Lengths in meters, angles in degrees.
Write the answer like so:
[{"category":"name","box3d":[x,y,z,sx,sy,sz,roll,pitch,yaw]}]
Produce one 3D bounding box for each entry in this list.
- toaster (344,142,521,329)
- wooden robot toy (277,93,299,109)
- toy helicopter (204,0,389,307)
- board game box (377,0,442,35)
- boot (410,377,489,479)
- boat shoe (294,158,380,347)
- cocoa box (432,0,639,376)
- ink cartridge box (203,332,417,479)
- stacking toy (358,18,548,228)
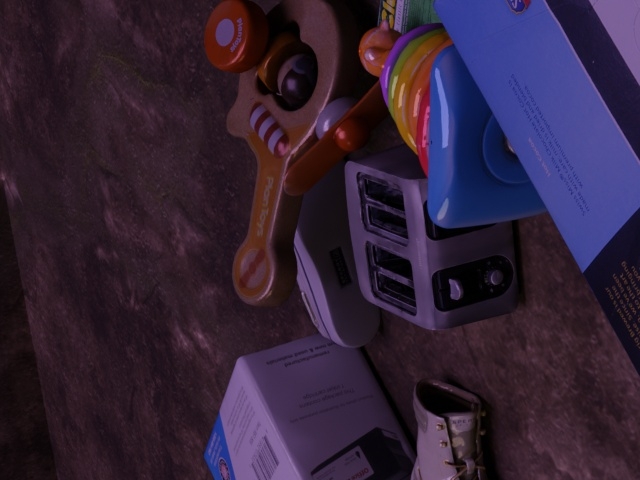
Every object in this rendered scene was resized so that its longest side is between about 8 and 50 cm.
[{"category":"toaster","box3d":[0.112,-0.014,1.554,0.186,0.110,0.168,25,126,58]},{"category":"wooden robot toy","box3d":[-0.021,-0.144,1.832,0.079,0.076,0.173,-4,103,29]},{"category":"toy helicopter","box3d":[-0.025,-0.097,1.669,0.235,0.140,0.355,14,96,45]},{"category":"board game box","box3d":[0.111,-0.295,1.485,0.136,0.030,0.259,46,144,41]},{"category":"boot","box3d":[0.164,0.262,1.657,0.213,0.077,0.165,41,138,54]},{"category":"boat shoe","box3d":[0.000,0.000,1.822,0.088,0.096,0.267,4,117,59]},{"category":"cocoa box","box3d":[0.275,-0.113,1.015,0.347,0.231,0.228,64,154,19]},{"category":"ink cartridge box","box3d":[0.019,0.355,1.899,0.395,0.166,0.285,62,153,25]},{"category":"stacking toy","box3d":[0.116,-0.144,1.419,0.302,0.166,0.175,-139,43,-57]}]
